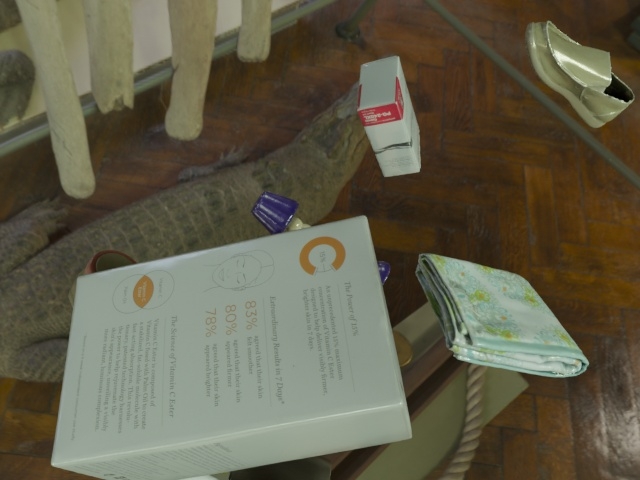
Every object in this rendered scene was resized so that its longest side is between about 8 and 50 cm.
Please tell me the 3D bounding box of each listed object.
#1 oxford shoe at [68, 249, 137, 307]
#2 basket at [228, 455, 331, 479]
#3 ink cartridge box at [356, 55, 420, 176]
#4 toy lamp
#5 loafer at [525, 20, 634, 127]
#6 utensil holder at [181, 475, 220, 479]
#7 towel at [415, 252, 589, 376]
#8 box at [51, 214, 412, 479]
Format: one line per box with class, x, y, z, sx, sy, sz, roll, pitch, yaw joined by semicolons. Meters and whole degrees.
oxford shoe;-0.329;0.212;1.002;0.397;0.146;0.140;57;29;6
basket;-0.099;0.563;1.258;0.227;0.154;0.204;14;57;-1
ink cartridge box;0.110;-0.189;0.832;0.063;0.150;0.109;-8;52;19
toy lamp;0.000;0.000;0.978;0.275;0.080;0.080;31;63;-12
loafer;0.466;-0.308;0.951;0.268;0.092;0.102;28;57;-30
utensil holder;-0.278;0.662;0.911;0.327;0.327;0.385;42;88;14
towel;0.435;0.175;1.312;0.375;0.090;0.320;14;34;-20
box;-0.088;0.134;0.611;0.345;0.168;0.215;-12;57;6
